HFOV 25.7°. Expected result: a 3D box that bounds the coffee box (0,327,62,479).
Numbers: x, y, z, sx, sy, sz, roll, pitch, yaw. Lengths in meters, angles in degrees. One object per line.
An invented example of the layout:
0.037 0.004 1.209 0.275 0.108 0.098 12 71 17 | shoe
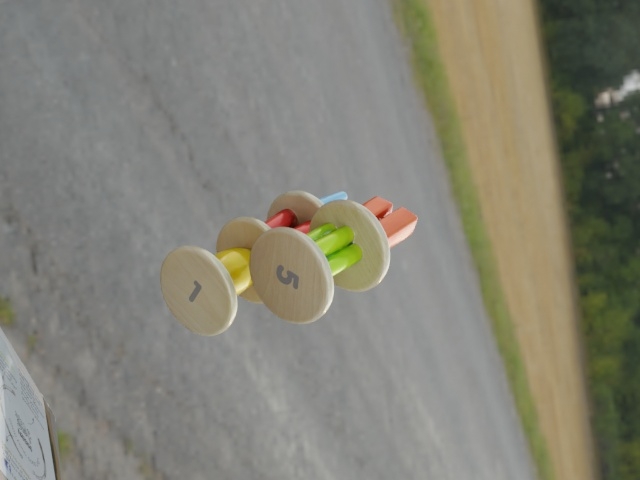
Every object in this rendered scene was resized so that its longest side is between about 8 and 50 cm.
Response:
-0.242 0.186 0.819 0.297 0.168 0.118 -113 180 -56 | coffee box

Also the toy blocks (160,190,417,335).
0.000 0.000 0.795 0.148 0.123 0.054 -30 105 -49 | toy blocks
